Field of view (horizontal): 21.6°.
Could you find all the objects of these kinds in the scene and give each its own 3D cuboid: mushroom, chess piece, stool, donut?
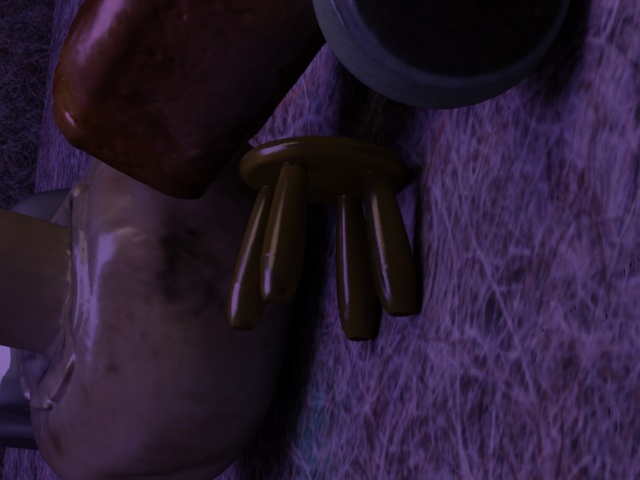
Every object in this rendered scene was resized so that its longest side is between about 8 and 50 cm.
[{"bbox_3d":[-0.190,0.038,1.320,0.314,0.336,0.314,-52,28,44],"label":"mushroom"},{"bbox_3d":[0.055,-0.132,0.986,0.271,0.139,0.139,139,138,-84],"label":"chess piece"},{"bbox_3d":[0.000,0.000,1.083,0.135,0.134,0.111,28,-121,-59],"label":"stool"},{"bbox_3d":[-0.060,-0.178,1.151,0.299,0.150,0.317,-54,3,-29],"label":"donut"}]

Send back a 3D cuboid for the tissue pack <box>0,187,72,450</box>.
[{"bbox_3d":[-0.240,0.075,1.652,0.333,0.229,0.236,139,135,-67],"label":"tissue pack"}]
